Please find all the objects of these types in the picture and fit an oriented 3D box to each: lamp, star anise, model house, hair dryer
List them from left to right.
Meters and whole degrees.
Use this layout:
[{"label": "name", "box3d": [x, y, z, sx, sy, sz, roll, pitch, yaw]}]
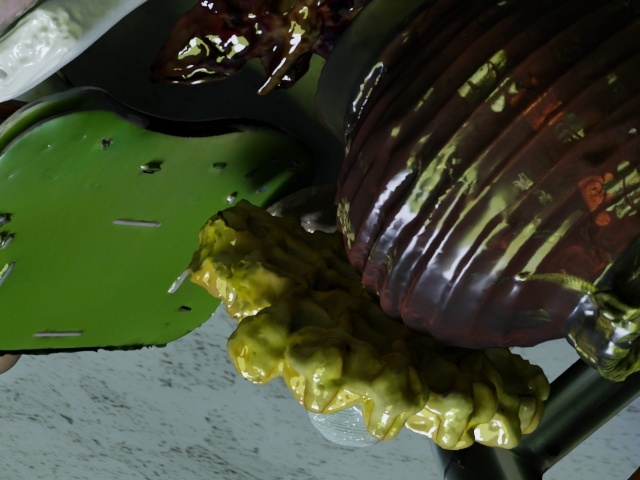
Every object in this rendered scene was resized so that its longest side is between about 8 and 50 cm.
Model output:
[{"label": "model house", "box3d": [-0.167, -0.046, 0.950, 0.154, 0.294, 0.207, 49, 114, 27]}, {"label": "star anise", "box3d": [0.000, -0.127, 0.864, 0.212, 0.054, 0.157, -17, 153, 15]}, {"label": "lamp", "box3d": [0.119, -0.040, 0.769, 0.246, 0.247, 0.247, 14, 144, 10]}, {"label": "hair dryer", "box3d": [0.166, 0.116, 0.878, 0.155, 0.320, 0.284, 26, 118, -19]}]

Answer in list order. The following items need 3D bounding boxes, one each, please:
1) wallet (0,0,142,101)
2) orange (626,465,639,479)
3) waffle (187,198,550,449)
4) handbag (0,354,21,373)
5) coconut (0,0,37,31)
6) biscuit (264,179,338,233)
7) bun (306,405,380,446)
[{"label": "wallet", "box3d": [-0.116, -0.138, 0.802, 0.095, 0.190, 0.033, -26, 105, 47]}, {"label": "orange", "box3d": [0.358, 0.316, 0.974, 0.424, 0.326, 0.424, 37, 177, 2]}, {"label": "waffle", "box3d": [0.016, 0.044, 0.874, 0.253, 0.056, 0.249, 36, -161, 35]}, {"label": "handbag", "box3d": [-0.367, -0.032, 1.104, 0.283, 0.149, 0.302, 0, 142, 24]}, {"label": "coconut", "box3d": [-0.241, -0.208, 0.675, 0.297, 0.297, 0.310, 9, 138, 17]}, {"label": "biscuit", "box3d": [0.000, 0.000, 1.017, 0.120, 0.015, 0.120, -13, 142, -11]}, {"label": "bun", "box3d": [0.025, 0.139, 1.212, 0.083, 0.045, 0.083, 14, 141, 12]}]
